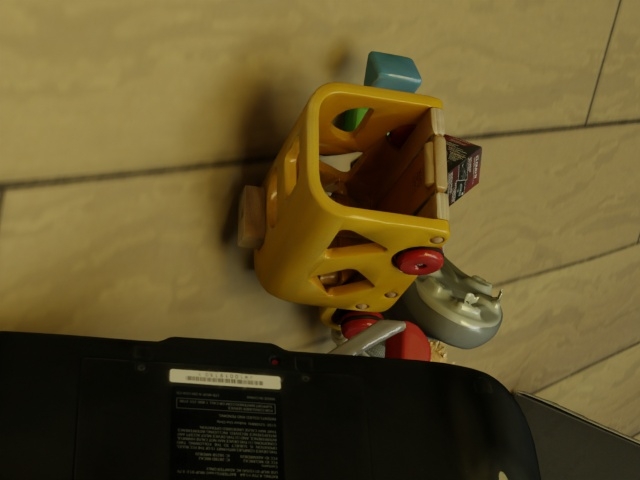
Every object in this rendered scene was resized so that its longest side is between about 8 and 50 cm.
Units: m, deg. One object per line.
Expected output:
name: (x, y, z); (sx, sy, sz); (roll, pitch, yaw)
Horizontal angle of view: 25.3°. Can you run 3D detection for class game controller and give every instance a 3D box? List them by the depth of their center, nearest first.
game controller: (-0.046, 0.118, 0.661); (0.166, 0.319, 0.067); (-97, -164, -48)

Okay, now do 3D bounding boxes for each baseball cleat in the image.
baseball cleat: (0.062, 0.054, 0.948); (0.206, 0.072, 0.109); (-114, -133, -73)

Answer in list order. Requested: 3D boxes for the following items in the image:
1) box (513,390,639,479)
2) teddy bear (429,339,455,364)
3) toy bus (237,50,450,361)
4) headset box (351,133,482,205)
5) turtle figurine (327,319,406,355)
box: (0.212, 0.382, 1.409); (0.343, 0.179, 0.312); (-56, 150, -22)
teddy bear: (0.011, 0.226, 1.033); (0.338, 0.113, 0.245); (-38, 142, -42)
toy bus: (0.004, -0.010, 0.865); (0.104, 0.191, 0.202); (8, 105, -16)
headset box: (0.069, -0.049, 0.996); (0.083, 0.062, 0.032); (-37, 139, -45)
turtle figurine: (-0.091, 0.193, 0.746); (0.198, 0.266, 0.275); (109, -16, -50)
